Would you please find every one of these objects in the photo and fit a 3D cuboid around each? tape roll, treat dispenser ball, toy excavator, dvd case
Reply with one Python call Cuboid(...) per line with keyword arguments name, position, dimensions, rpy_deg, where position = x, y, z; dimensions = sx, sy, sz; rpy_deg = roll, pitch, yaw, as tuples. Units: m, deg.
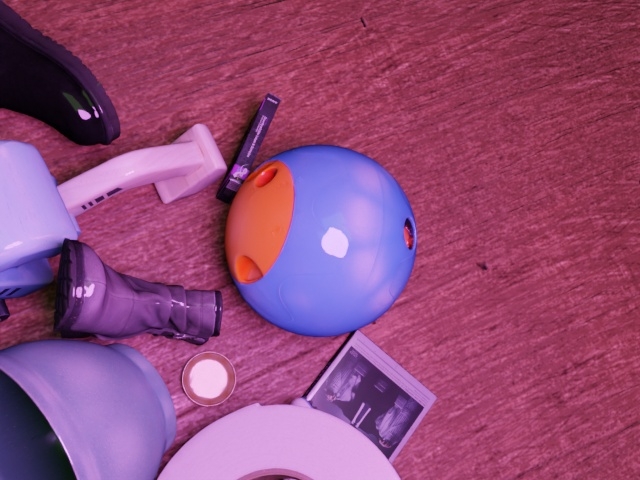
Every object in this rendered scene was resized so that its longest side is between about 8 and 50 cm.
Cuboid(name="tape roll", position=(-0.057, 0.417, 1.036), dimensions=(0.392, 0.072, 0.392), rpy_deg=(-4, 68, 10))
Cuboid(name="treat dispenser ball", position=(0.000, 0.000, 1.147), dimensions=(0.288, 0.288, 0.288), rpy_deg=(4, 76, -16))
Cuboid(name="toy excavator", position=(-0.380, -0.044, 1.064), dimensions=(0.445, 0.433, 0.222), rpy_deg=(-25, 85, 8))
Cuboid(name="dvd case", position=(0.054, 0.291, 1.235), dimensions=(0.179, 0.029, 0.238), rpy_deg=(41, 69, -3))

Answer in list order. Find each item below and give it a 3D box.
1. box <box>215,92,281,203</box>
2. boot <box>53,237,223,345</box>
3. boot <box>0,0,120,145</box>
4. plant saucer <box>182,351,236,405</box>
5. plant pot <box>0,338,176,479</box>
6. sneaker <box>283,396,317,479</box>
Cuboid(name="box", position=(-0.117, -0.147, 1.240), dimensions=(0.029, 0.116, 0.162), rpy_deg=(24, 72, -12))
Cuboid(name="boot", position=(-0.235, 0.078, 1.034), dimensions=(0.223, 0.338, 0.118), rpy_deg=(6, 80, -14))
Cuboid(name="boot", position=(-0.499, -0.200, 1.129), dimensions=(0.348, 0.131, 0.260), rpy_deg=(38, 63, 6))
Cuboid(name="plant saucer", position=(-0.174, 0.215, 1.193), dimensions=(0.083, 0.015, 0.083), rpy_deg=(4, 76, -15))
Cuboid(name="plant pot", position=(-0.320, 0.252, 1.024), dimensions=(0.196, 0.293, 0.293), rpy_deg=(-27, 86, -47))
Cuboid(name="sneaker", position=(-0.027, 0.350, 1.132), dimensions=(0.086, 0.085, 0.237), rpy_deg=(1, 70, -20))
